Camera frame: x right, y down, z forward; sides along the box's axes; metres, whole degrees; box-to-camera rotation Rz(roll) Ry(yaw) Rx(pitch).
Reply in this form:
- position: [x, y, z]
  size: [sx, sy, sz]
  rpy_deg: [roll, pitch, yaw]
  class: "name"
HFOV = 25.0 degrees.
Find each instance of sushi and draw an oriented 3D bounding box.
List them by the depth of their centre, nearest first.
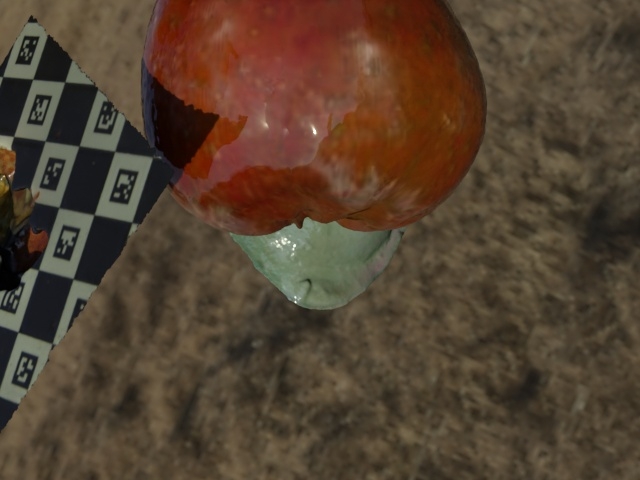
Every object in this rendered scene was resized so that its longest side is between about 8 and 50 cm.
- position: [-0.226, -0.011, 1.157]
  size: [0.264, 0.050, 0.290]
  rpy_deg: [-56, 43, 13]
  class: "sushi"

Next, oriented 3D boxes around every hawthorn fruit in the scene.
- position: [-0.012, -0.125, 1.190]
  size: [0.284, 0.284, 0.284]
  rpy_deg: [-48, 27, 35]
  class: "hawthorn fruit"

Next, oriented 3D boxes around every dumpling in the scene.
- position: [-0.003, -0.006, 1.564]
  size: [0.105, 0.216, 0.149]
  rpy_deg: [-159, 79, -68]
  class: "dumpling"
